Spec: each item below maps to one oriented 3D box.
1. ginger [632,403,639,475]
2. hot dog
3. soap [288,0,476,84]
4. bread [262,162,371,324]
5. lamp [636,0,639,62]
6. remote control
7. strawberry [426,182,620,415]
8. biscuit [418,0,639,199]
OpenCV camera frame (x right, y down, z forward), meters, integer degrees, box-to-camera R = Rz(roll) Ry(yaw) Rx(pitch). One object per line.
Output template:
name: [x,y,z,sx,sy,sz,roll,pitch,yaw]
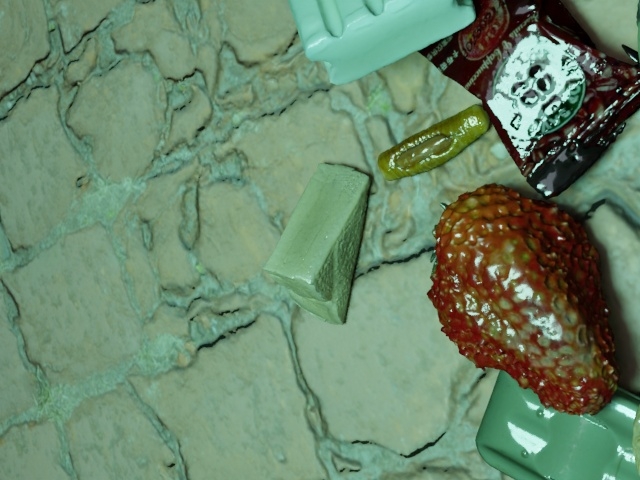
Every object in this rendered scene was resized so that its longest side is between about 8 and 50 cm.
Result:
ginger: [0.389,0.142,0.738,0.259,0.065,0.149,2,68,25]
hot dog: [0.116,-0.097,0.952,0.137,0.028,0.044,-23,87,33]
soap: [0.034,-0.308,0.909,0.160,0.087,0.265,-24,67,17]
bread: [0.011,0.003,1.036,0.077,0.105,0.152,21,73,33]
lamp: [0.314,-0.190,0.759,0.101,0.101,0.250,-2,86,35]
remote control: [0.298,0.219,0.822,0.335,0.066,0.128,25,109,32]
strawberry: [0.175,0.039,0.845,0.236,0.107,0.175,29,92,40]
biscuit: [0.196,-0.171,0.868,0.151,0.063,0.235,-49,67,28]
